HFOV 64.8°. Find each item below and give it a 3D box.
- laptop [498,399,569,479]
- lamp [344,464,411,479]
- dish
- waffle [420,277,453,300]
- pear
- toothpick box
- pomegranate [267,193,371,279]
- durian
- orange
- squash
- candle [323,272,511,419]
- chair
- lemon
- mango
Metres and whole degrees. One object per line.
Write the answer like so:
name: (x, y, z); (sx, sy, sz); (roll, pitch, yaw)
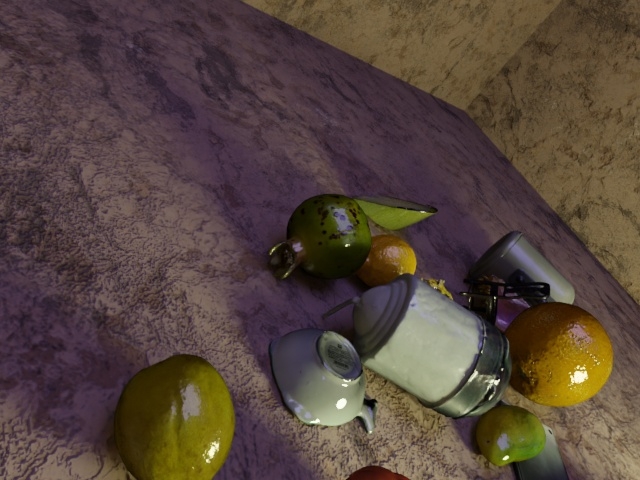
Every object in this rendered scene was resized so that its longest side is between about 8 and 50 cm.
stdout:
laptop: (0.505, 0.511, 1.155); (0.187, 0.015, 0.269); (31, 32, -16)
lamp: (0.080, 0.414, 0.683); (0.187, 0.164, 0.187); (31, 7, -4)
dish: (0.026, 0.239, 0.922); (0.246, 0.078, 0.224); (37, 30, -6)
waffle: (0.295, 0.202, 1.263); (0.254, 0.052, 0.245); (-7, 61, -50)
pear: (-0.184, 0.232, 0.642); (0.148, 0.148, 0.162); (7, 62, -43)
toothpick box: (0.651, 0.145, 1.585); (0.316, 0.229, 0.229); (46, 31, 8)
pomegranate: (0.003, 0.013, 1.110); (0.198, 0.198, 0.246); (37, 66, -6)
durian: (0.548, 0.199, 1.495); (0.182, 0.132, 0.165); (25, 26, -20)
orange: (0.605, 0.293, 1.306); (0.274, 0.274, 0.274); (28, 33, -20)
squash: (0.251, -0.113, 1.554); (0.236, 0.155, 0.204); (-10, 59, -51)
candle: (0.197, 0.199, 1.022); (0.342, 0.221, 0.221); (33, 31, -11)
chair: (0.495, 0.172, 1.365); (0.229, 0.113, 0.106); (4, 22, 23)
lemon: (0.155, 0.053, 1.242); (0.187, 0.142, 0.142); (6, 45, -37)
mango: (0.410, 0.417, 1.096); (0.190, 0.086, 0.122); (7, 41, -33)
